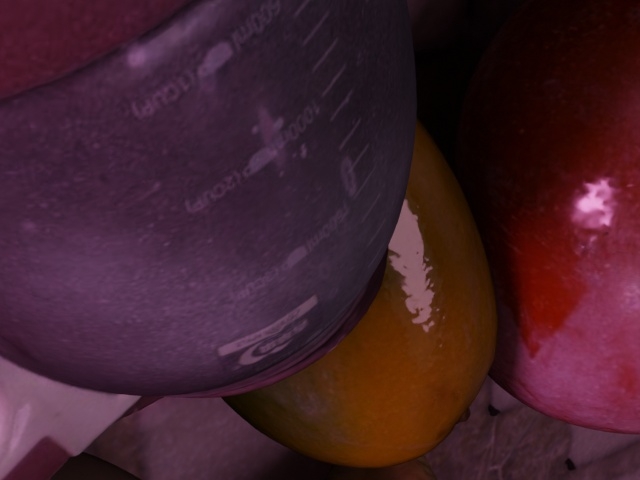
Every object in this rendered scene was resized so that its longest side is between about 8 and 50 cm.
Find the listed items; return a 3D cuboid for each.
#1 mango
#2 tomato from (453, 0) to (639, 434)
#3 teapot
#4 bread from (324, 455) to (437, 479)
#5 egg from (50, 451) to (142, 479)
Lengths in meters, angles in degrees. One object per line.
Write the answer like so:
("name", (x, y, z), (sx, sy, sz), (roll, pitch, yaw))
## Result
("mango", (0.000, 0.000, 0.824), (0.114, 0.156, 0.251), (-49, 133, -50))
("tomato", (0.192, -0.028, 0.916), (0.270, 0.227, 0.270), (11, 90, -70))
("teapot", (-0.103, -0.037, 0.598), (0.315, 0.233, 0.312), (-41, 139, -15))
("bread", (0.030, 0.231, 1.009), (0.135, 0.178, 0.240), (-19, 120, -4))
("egg", (-0.132, 0.183, 0.756), (0.254, 0.189, 0.188), (23, 96, -58))
